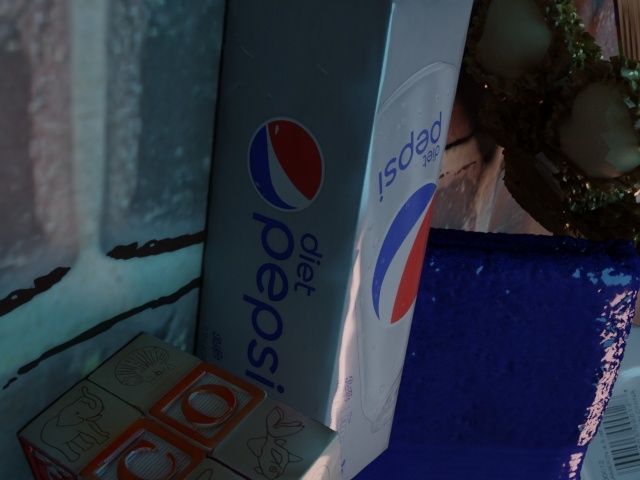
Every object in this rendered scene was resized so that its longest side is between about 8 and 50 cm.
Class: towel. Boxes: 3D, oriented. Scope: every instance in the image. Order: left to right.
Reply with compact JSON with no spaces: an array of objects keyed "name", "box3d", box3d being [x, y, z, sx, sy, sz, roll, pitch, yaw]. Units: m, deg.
[{"name":"towel","box3d":[0.094,0.129,0.617,0.076,0.227,0.308,-98,-168,-62]}]

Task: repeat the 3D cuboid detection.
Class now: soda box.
[{"name":"soda box","box3d":[0.000,0.000,0.462,0.091,0.098,0.287,-22,126,-53]}]

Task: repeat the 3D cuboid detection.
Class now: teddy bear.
[{"name":"teddy bear","box3d":[0.202,-0.087,0.628,0.113,0.245,0.338,-43,143,4]}]

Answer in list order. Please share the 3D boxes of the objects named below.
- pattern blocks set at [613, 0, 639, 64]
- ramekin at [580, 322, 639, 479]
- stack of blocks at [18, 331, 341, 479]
[{"name":"pattern blocks set","box3d":[0.285,-0.237,0.762,0.325,0.026,0.286,62,32,-44]},{"name":"ramekin","box3d":[0.289,0.215,0.872,0.277,0.277,0.135,-56,-178,-23]},{"name":"stack of blocks","box3d":[-0.042,0.213,0.451,0.087,0.171,0.297,-41,140,-41]}]
